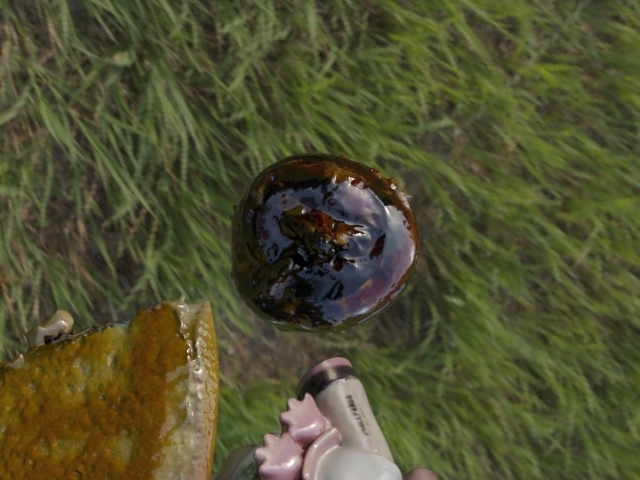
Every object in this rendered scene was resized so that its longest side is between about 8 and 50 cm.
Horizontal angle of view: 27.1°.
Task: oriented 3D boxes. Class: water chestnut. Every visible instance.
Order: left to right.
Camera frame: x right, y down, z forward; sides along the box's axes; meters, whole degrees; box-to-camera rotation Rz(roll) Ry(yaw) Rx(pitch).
[{"bbox_3d":[0.000,0.000,1.988,0.300,0.300,0.300,-12,120,-22],"label":"water chestnut"}]

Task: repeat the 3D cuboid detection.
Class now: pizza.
[{"bbox_3d":[-0.212,0.147,1.017,0.297,0.189,0.071,-12,159,12],"label":"pizza"}]

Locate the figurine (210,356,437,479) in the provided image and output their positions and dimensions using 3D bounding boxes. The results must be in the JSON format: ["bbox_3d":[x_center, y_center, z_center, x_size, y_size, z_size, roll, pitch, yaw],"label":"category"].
[{"bbox_3d":[-0.040,0.315,1.399,0.253,0.211,0.361,-37,169,-39],"label":"figurine"}]
